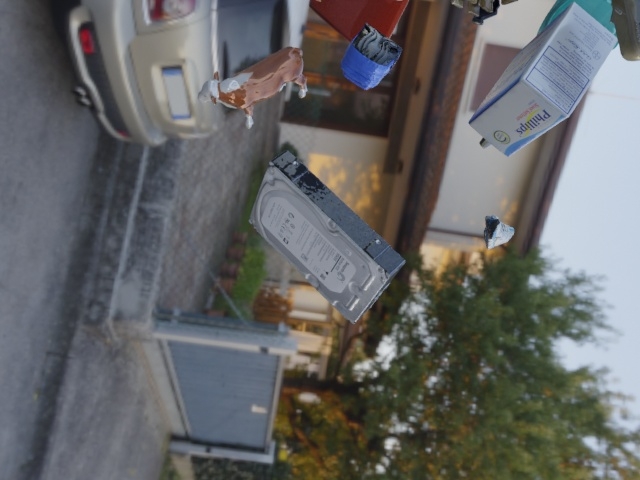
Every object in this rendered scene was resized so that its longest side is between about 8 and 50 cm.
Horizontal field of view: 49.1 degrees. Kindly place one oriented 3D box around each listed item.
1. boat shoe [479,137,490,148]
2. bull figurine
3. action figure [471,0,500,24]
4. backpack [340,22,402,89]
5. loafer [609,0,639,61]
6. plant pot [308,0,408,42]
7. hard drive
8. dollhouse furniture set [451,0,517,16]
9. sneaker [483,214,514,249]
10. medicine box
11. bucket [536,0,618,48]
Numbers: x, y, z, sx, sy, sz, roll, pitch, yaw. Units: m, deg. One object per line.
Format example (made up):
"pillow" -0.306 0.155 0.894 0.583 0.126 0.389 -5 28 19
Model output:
"boat shoe" 0.495 -0.328 1.981 0.152 0.049 0.056 -50 160 -1
"bull figurine" -0.177 -0.418 1.920 0.101 0.310 0.188 63 -2 24
"action figure" 0.478 -0.775 1.867 0.178 0.329 0.342 24 61 -67
"backpack" 0.094 -0.347 1.370 0.101 0.097 0.120 -61 179 37
"loafer" 0.683 -0.513 1.540 0.092 0.101 0.269 140 -46 -70
"plant pot" 0.110 -0.708 1.944 0.267 0.235 0.267 -86 -161 -53
"hard drive" 0.000 0.000 1.479 0.064 0.339 0.237 -40 169 -33
"dollhouse furniture set" 0.393 -0.647 1.603 0.212 0.242 0.161 -4 -96 42
"sneaker" 0.525 -0.032 2.049 0.191 0.082 0.072 57 23 -71
"medicine box" 0.548 -0.393 1.748 0.289 0.149 0.263 -52 -176 -21
"bucket" 0.756 -0.614 1.974 0.281 0.183 0.281 -45 165 -16
